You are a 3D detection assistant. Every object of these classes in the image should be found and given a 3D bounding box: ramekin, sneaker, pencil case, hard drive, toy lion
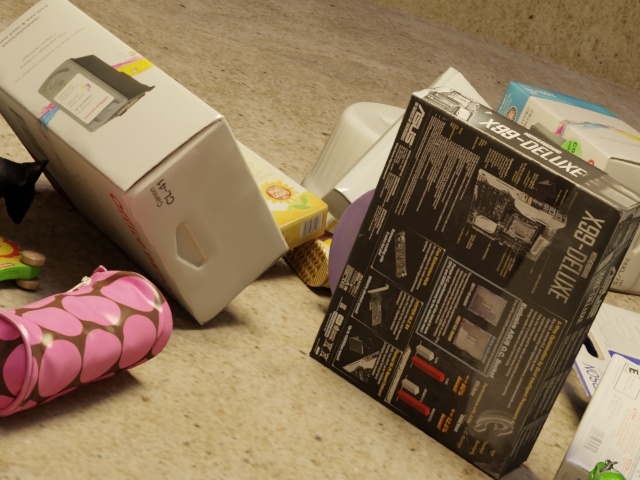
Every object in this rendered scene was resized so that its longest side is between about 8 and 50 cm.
[{"bbox_3d":[0.123,-0.076,2.023,0.277,0.135,0.277,21,19,-7],"label":"ramekin"},{"bbox_3d":[0.000,0.000,1.792,0.084,0.069,0.185,11,31,-32],"label":"sneaker"},{"bbox_3d":[-0.221,0.081,1.287,0.098,0.095,0.209,59,26,7],"label":"pencil case"},{"bbox_3d":[0.150,-0.060,1.838,0.203,0.040,0.307,48,46,-5],"label":"hard drive"},{"bbox_3d":[-0.319,0.017,1.439,0.096,0.034,0.100,24,18,26],"label":"toy lion"}]

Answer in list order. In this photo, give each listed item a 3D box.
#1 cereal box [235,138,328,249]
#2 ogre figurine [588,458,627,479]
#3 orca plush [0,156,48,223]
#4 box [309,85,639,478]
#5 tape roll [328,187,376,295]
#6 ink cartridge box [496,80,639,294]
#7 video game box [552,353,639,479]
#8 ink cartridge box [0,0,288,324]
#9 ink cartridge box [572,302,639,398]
[{"bbox_3d":[-0.133,-0.054,1.729,0.173,0.047,0.240,-25,47,-36],"label":"cereal box"},{"bbox_3d":[0.313,0.279,1.361,0.197,0.097,0.118,64,19,13],"label":"ogre figurine"},{"bbox_3d":[-0.402,-0.036,1.452,0.151,0.102,0.287,-19,-21,36],"label":"orca plush"},{"bbox_3d":[0.148,0.039,1.478,0.242,0.307,0.076,31,24,25],"label":"box"},{"bbox_3d":[0.107,0.030,1.637,0.189,0.189,0.080,33,21,27],"label":"tape roll"},{"bbox_3d":[0.380,-0.077,2.220,0.197,0.198,0.270,11,22,-32],"label":"ink cartridge box"},{"bbox_3d":[0.349,0.223,1.529,0.187,0.048,0.205,27,36,11],"label":"video game box"},{"bbox_3d":[-0.196,-0.086,1.544,0.306,0.131,0.226,37,-18,37],"label":"ink cartridge box"},{"bbox_3d":[0.407,0.173,1.785,0.307,0.072,0.303,15,22,-10],"label":"ink cartridge box"}]
